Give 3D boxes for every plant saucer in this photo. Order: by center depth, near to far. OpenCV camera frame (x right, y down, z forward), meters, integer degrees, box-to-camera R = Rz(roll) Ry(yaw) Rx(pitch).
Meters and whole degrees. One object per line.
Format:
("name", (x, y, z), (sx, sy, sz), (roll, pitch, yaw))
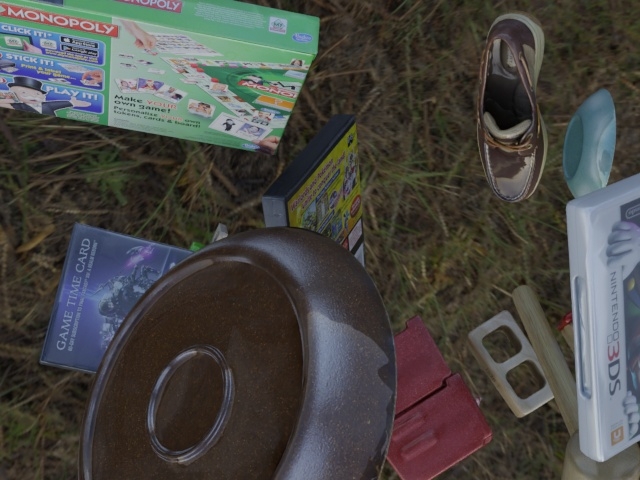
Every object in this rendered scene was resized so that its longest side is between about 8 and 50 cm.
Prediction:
("plant saucer", (-0.083, 0.124, 0.678), (0.050, 0.310, 0.310), (32, 95, -42))
("plant saucer", (0.421, -0.147, 1.476), (0.038, 0.195, 0.194), (5, 97, -2))

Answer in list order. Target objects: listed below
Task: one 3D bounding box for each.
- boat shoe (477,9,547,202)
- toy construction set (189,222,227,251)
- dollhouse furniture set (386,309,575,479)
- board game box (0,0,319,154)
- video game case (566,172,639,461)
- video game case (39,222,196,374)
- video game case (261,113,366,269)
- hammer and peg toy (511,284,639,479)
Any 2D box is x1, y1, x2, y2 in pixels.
("boat shoe", (0.310, -0.201, 1.539), (0.123, 0.123, 0.342), (12, 126, 22))
("toy construction set", (-0.107, 0.057, 1.611), (0.237, 0.257, 0.309), (27, 135, -14))
("dollhouse furniture set", (0.212, 0.126, 1.063), (0.374, 0.201, 0.152), (-31, 76, -4))
("board game box", (-0.179, -0.177, 0.927), (0.317, 0.213, 0.046), (9, 66, -11))
("video game case", (0.236, 0.030, 0.591), (0.190, 0.022, 0.173), (-20, 114, -26))
("video game case", (-0.220, 0.100, 1.256), (0.274, 0.026, 0.196), (14, 69, -14))
("video game case", (0.000, 0.000, 1.185), (0.035, 0.275, 0.248), (5, 118, 19))
("hammer and peg toy", (0.337, 0.069, 0.780), (0.361, 0.266, 0.127), (-19, 140, -11))
